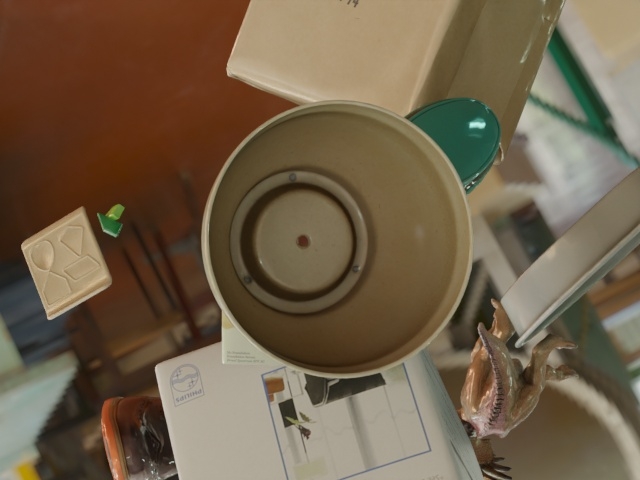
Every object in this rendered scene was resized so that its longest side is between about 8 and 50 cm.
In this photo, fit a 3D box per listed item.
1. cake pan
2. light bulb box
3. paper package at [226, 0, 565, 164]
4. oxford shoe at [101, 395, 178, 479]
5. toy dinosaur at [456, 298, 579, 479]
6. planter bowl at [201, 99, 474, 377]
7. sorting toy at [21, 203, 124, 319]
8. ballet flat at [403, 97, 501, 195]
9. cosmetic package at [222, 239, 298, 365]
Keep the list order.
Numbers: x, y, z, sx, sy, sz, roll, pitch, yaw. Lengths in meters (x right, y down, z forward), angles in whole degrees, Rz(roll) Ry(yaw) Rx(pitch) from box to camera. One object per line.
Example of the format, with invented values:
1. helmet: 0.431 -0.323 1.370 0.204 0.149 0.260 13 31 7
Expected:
1. cake pan: 0.307 0.002 1.758 0.293 0.054 0.293 -41 170 -8
2. light bulb box: 0.049 0.294 1.371 0.225 0.361 0.358 -20 145 6
3. paper package: 0.090 -0.273 1.778 0.168 0.325 0.309 16 96 -43
4. oxford shoe: -0.155 0.195 1.641 0.098 0.097 0.271 -13 180 7
5. toy dinosaur: 0.202 0.192 1.883 0.200 0.127 0.295 -55 166 -9
6. planter bowl: 0.000 0.000 0.979 0.162 0.162 0.109 -25 -175 -13
7. sorting toy: -0.160 0.010 1.081 0.083 0.062 0.012 -29 161 22
8. ballet flat: 0.062 -0.033 1.275 0.247 0.083 0.087 -47 176 -48
9. cosmetic package: -0.047 0.038 1.249 0.060 0.115 0.041 0 -157 1
